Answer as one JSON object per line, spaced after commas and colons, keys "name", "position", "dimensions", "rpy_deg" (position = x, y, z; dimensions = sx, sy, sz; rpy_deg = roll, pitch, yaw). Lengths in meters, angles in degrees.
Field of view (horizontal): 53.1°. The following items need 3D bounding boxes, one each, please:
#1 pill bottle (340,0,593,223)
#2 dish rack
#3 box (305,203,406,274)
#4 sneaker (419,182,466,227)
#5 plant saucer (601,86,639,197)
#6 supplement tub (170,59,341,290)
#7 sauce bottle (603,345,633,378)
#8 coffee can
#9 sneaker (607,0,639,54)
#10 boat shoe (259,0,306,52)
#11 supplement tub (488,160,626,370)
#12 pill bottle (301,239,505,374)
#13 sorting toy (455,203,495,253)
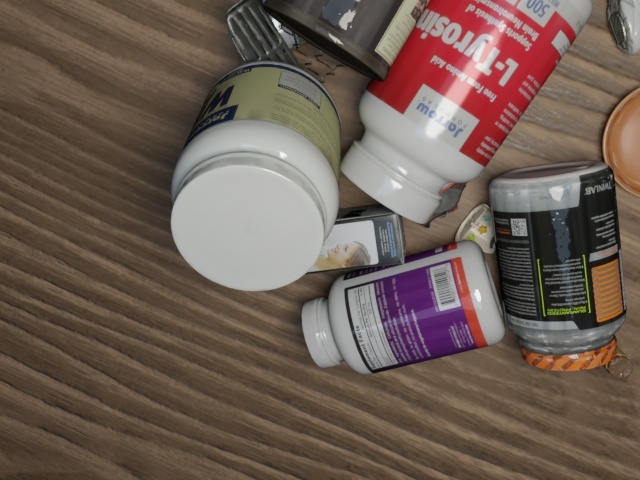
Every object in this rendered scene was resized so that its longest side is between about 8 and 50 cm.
{"name": "pill bottle", "position": [0.206, -0.241, 0.999], "dimensions": [0.229, 0.229, 0.408], "rpy_deg": [33, 104, 0]}
{"name": "dish rack", "position": [-0.005, -0.356, 1.029], "dimensions": [0.271, 0.074, 0.208], "rpy_deg": [-39, 118, -3]}
{"name": "box", "position": [0.000, 0.000, 1.113], "dimensions": [0.290, 0.169, 0.087], "rpy_deg": [-6, 99, 11]}
{"name": "sneaker", "position": [0.224, -0.085, 1.128], "dimensions": [0.158, 0.061, 0.065], "rpy_deg": [-42, 120, 15]}
{"name": "plant saucer", "position": [0.568, -0.166, 1.061], "dimensions": [0.200, 0.037, 0.200], "rpy_deg": [2, 102, 7]}
{"name": "supplement tub", "position": [-0.087, -0.104, 0.951], "dimensions": [0.235, 0.325, 0.235], "rpy_deg": [1, 126, 2]}
{"name": "sauce bottle", "position": [0.496, 0.195, 1.100], "dimensions": [0.042, 0.128, 0.042], "rpy_deg": [2, 102, 9]}
{"name": "coffee can", "position": [0.074, -0.393, 0.889], "dimensions": [0.201, 0.201, 0.275], "rpy_deg": [31, 99, 1]}
{"name": "sneaker", "position": [0.500, -0.419, 1.001], "dimensions": [0.115, 0.090, 0.232], "rpy_deg": [-20, 107, 5]}
{"name": "boat shoe", "position": [-0.077, -0.468, 1.058], "dimensions": [0.094, 0.109, 0.302], "rpy_deg": [-21, 115, -5]}
{"name": "supplement tub", "position": [0.389, 0.038, 1.050], "dimensions": [0.193, 0.193, 0.316], "rpy_deg": [-8, 100, 10]}
{"name": "pill bottle", "position": [0.139, 0.124, 1.105], "dimensions": [0.323, 0.181, 0.181], "rpy_deg": [-17, 99, 16]}
{"name": "sorting toy", "position": [0.290, -0.015, 1.133], "dimensions": [0.075, 0.045, 0.083], "rpy_deg": [34, 105, -7]}
